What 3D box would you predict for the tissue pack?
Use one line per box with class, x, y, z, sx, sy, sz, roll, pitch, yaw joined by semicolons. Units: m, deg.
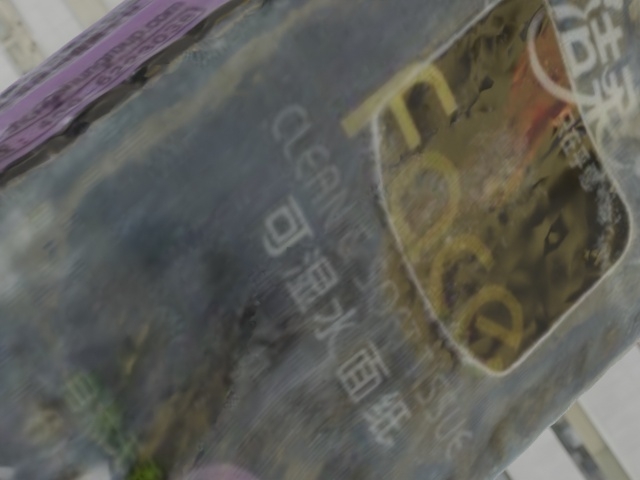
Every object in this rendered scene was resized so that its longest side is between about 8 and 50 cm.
tissue pack;0.000;0.000;0.640;0.122;0.361;0.259;23;146;51
